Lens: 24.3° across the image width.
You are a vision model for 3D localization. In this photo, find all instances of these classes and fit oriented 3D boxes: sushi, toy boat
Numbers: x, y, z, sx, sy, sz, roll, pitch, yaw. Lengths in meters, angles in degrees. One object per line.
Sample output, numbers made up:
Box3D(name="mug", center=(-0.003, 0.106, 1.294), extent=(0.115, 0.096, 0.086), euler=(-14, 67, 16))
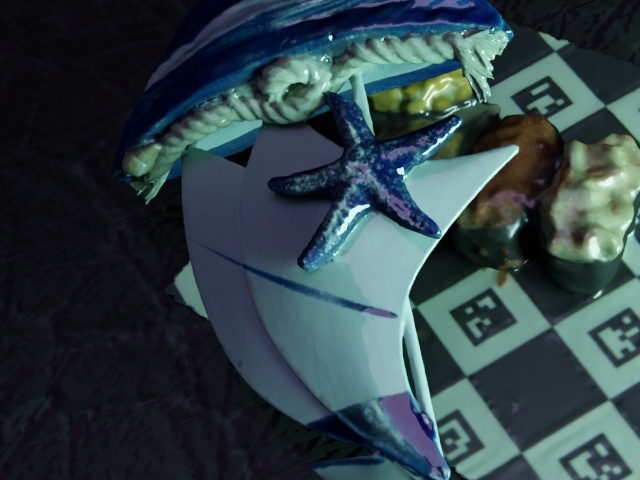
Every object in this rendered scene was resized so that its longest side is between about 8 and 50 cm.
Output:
Box3D(name="sushi", center=(0.096, -0.017, 0.747), extent=(0.290, 0.050, 0.264), euler=(27, 66, 27))
Box3D(name="toy boat", center=(0.021, -0.023, 0.719), extent=(0.210, 0.070, 0.291), euler=(-41, 61, 12))
